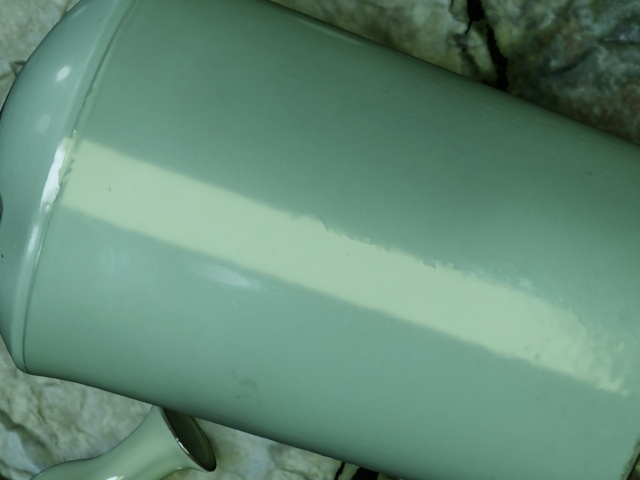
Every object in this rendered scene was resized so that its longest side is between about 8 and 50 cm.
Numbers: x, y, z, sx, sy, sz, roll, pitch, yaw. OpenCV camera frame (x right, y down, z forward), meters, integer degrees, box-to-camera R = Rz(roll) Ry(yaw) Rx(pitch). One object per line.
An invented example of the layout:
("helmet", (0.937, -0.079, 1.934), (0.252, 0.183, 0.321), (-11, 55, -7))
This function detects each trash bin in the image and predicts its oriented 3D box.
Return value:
("trash bin", (0.000, 0.000, 1.030), (0.432, 0.280, 0.280), (19, 100, 2))

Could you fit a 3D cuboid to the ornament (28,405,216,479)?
("ornament", (-0.156, 0.181, 1.177), (0.156, 0.081, 0.074), (-37, 58, 8))
